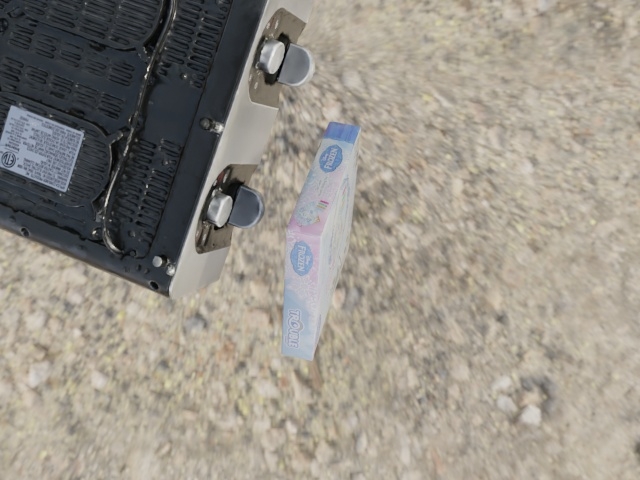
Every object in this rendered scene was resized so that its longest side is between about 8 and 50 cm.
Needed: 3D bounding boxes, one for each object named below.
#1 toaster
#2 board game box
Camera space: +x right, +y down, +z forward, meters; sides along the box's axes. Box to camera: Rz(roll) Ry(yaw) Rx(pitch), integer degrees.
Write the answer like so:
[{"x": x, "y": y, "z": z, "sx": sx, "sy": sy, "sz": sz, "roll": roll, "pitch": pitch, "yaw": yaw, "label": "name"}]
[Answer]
[{"x": -0.107, "y": -0.077, "z": 0.553, "sx": 0.185, "sy": 0.110, "sz": 0.168, "roll": 20, "pitch": 96, "yaw": 13, "label": "toaster"}, {"x": 0.000, "y": 0.000, "z": 0.585, "sx": 0.020, "sy": 0.090, "sz": 0.090, "roll": 11, "pitch": 133, "yaw": 7, "label": "board game box"}]
